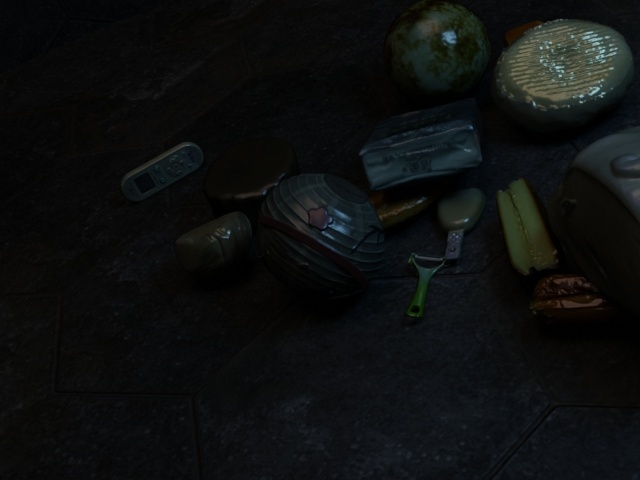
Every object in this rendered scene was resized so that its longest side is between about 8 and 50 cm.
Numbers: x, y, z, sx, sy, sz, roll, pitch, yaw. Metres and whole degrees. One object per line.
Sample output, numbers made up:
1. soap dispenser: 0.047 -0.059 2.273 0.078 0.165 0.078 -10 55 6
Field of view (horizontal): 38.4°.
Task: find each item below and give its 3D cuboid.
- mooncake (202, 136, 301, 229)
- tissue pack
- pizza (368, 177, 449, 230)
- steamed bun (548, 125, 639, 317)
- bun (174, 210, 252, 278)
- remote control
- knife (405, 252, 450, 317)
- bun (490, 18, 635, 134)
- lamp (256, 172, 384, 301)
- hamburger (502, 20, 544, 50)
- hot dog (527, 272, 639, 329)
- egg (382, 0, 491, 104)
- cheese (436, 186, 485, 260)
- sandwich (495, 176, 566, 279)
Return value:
1. mooncake: -0.146 -0.119 2.035 0.228 0.124 0.228 -13 38 11
2. tissue pack: 0.214 -0.198 1.860 0.228 0.103 0.316 -14 15 15
3. pizza: 0.148 -0.063 1.832 0.246 0.058 0.127 -31 30 -9
4. steamed bun: 0.500 -0.050 1.344 0.247 0.236 0.383 -20 32 -7
5. bun: -0.212 0.018 1.902 0.166 0.113 0.173 -28 12 -12
6. remote control: -0.395 -0.173 2.287 0.221 0.078 0.042 -30 34 -6
7. knife: 0.186 0.084 1.656 0.078 0.023 0.166 2 42 18
8. bun: 0.502 -0.327 1.892 0.287 0.146 0.287 -11 52 14
9. lamp: 0.000 0.000 1.709 0.265 0.233 0.233 31 58 16
10. hamburger: 0.485 -0.423 2.070 0.137 0.087 0.166 -16 38 11
11. hot dog: 0.460 0.090 1.440 0.269 0.072 0.115 -4 41 26
12. egg: 0.259 -0.429 2.091 0.238 0.238 0.289 -29 18 -5
13. cheese: 0.260 -0.029 1.743 0.097 0.037 0.192 -8 38 24
14. sandwich: 0.368 -0.001 1.608 0.090 0.088 0.244 -24 38 17
